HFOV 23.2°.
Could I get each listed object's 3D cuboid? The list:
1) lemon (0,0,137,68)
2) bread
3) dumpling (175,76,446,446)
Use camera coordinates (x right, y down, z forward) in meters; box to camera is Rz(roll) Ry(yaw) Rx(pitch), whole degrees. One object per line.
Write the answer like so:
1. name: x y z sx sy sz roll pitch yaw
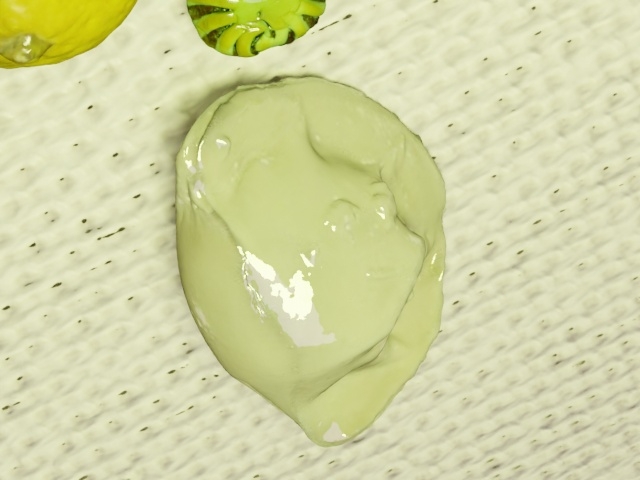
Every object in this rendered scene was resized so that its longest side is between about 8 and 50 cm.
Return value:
1. lemon: -0.253 -0.274 1.270 0.267 0.267 0.267 -8 126 -11
2. bread: -0.057 -0.234 1.477 0.139 0.071 0.130 -2 120 -16
3. dumpling: 0.000 0.000 1.612 0.315 0.233 0.395 -42 117 -26
